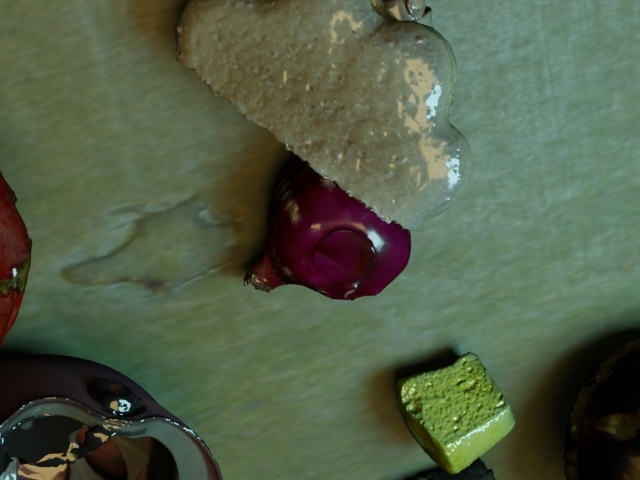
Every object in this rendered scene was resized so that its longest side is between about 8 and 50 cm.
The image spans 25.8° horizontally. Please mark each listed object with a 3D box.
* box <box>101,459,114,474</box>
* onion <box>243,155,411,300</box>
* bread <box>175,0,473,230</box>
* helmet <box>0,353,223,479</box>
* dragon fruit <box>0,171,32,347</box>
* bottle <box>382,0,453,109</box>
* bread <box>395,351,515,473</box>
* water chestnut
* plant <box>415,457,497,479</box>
[{"bbox_3d":[-0.224,0.334,1.632,0.087,0.023,0.155,7,92,-22],"label":"box"},{"bbox_3d":[0.003,0.006,1.516,0.198,0.135,0.173,-42,114,6],"label":"onion"},{"bbox_3d":[0.023,-0.167,1.399,0.337,0.102,0.183,37,110,0],"label":"bread"},{"bbox_3d":[-0.291,0.236,1.499,0.338,0.197,0.271,-1,123,-25],"label":"helmet"},{"bbox_3d":[-0.416,0.013,1.323,0.277,0.277,0.342,-26,114,-4],"label":"dragon fruit"},{"bbox_3d":[0.080,-0.202,1.475,0.099,0.099,0.152,-18,108,-8],"label":"bottle"},{"bbox_3d":[0.157,0.207,1.659,0.114,0.129,0.111,-29,155,-8],"label":"bread"},{"bbox_3d":[0.417,0.258,1.696,0.300,0.300,0.300,-6,114,-13],"label":"water chestnut"},{"bbox_3d":[0.151,0.328,1.729,0.143,0.094,0.092,-24,132,-17],"label":"plant"}]
